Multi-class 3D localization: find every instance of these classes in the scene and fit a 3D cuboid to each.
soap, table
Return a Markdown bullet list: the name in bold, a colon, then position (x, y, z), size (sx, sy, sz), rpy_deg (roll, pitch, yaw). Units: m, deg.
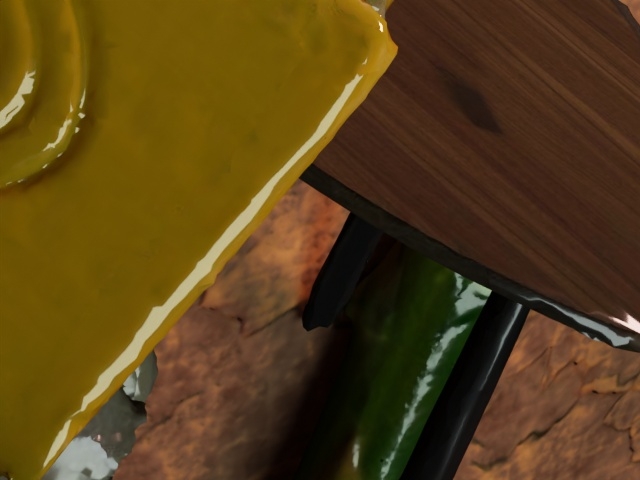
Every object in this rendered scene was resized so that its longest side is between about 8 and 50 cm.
- **soap**: position (-0.152, -0.096, 0.599), size (0.324, 0.096, 0.204), rpy_deg (39, 90, -4)
- **table**: position (0.000, 0.000, 0.851), size (0.317, 0.317, 0.249), rpy_deg (1, 133, -38)

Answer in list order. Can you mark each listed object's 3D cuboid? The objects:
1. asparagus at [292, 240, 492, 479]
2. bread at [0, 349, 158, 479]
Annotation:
- **asparagus**: position (0.043, 0.083, 1.034), size (0.085, 0.082, 0.343), rpy_deg (7, 115, -37)
- **bread**: position (-0.230, 0.088, 0.756), size (0.337, 0.102, 0.183), rpy_deg (-35, 109, 24)
